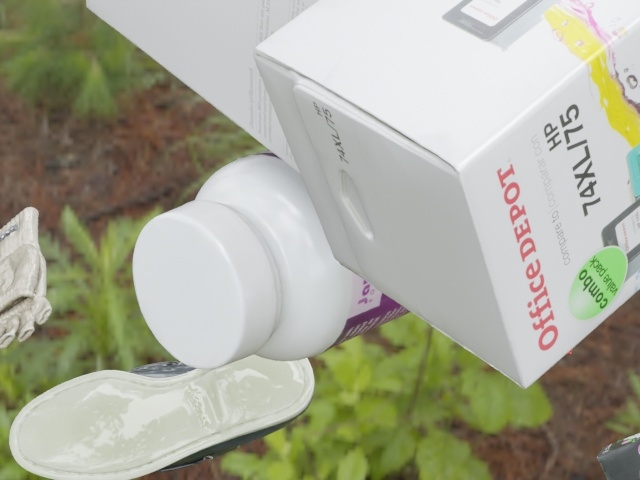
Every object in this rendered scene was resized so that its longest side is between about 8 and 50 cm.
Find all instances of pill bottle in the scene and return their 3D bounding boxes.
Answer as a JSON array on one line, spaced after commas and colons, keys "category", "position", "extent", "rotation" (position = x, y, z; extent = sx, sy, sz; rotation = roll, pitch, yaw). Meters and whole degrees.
[{"category": "pill bottle", "position": [0.000, 0.000, 1.354], "extent": [0.169, 0.169, 0.301], "rotation": [37, 39, 29]}]

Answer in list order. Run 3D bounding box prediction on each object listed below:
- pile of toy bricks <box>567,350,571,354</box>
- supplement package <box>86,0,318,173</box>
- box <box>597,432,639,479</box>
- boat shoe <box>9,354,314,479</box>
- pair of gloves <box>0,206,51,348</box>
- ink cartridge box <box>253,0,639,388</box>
[{"category": "pile of toy bricks", "position": [0.271, 0.027, 1.966], "extent": [0.118, 0.105, 0.212], "rotation": [23, 72, -10]}, {"category": "supplement package", "position": [-0.029, -0.211, 1.256], "extent": [0.177, 0.175, 0.293], "rotation": [-28, 49, -31]}, {"category": "box", "position": [0.377, 0.260, 1.950], "extent": [0.083, 0.062, 0.052], "rotation": [-24, -2, 19]}, {"category": "boat shoe", "position": [-0.169, 0.196, 1.848], "extent": [0.340, 0.113, 0.127], "rotation": [-19, 73, 1]}, {"category": "pair of gloves", "position": [-0.386, 0.092, 1.845], "extent": [0.042, 0.240, 0.204], "rotation": [41, 16, -29]}, {"category": "ink cartridge box", "position": [0.138, -0.090, 1.055], "extent": [0.270, 0.198, 0.197], "rotation": [-39, 45, -17]}]
